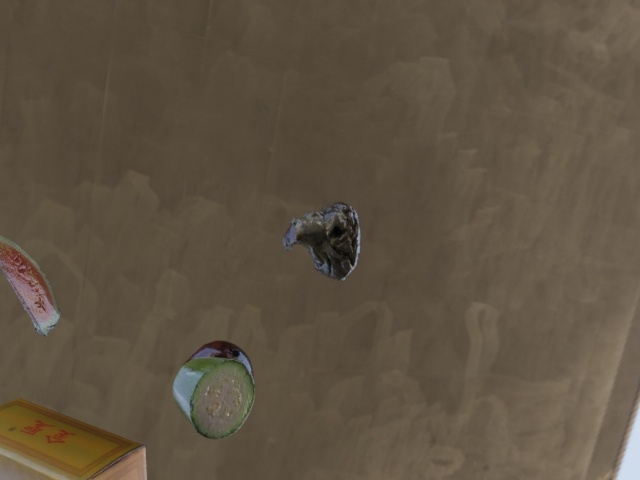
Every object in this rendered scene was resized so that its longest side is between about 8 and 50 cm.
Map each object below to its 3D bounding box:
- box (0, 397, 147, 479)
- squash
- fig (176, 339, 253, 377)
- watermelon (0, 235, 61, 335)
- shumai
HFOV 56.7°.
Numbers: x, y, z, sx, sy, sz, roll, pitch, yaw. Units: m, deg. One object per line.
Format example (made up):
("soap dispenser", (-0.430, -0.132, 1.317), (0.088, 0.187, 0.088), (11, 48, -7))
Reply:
("box", (-0.244, 0.304, 0.551), (0.076, 0.174, 0.274), (-21, -65, -61))
("squash", (-0.237, 0.325, 1.269), (0.170, 0.122, 0.170), (-16, -69, -48))
("fig", (-0.246, 0.363, 1.500), (0.204, 0.186, 0.249), (-60, -24, -9))
("watermelon", (-0.594, 0.082, 1.181), (0.063, 0.119, 0.245), (-30, -91, -12))
("shumai", (0.000, 0.000, 1.519), (0.175, 0.166, 0.206), (2, -91, -32))
